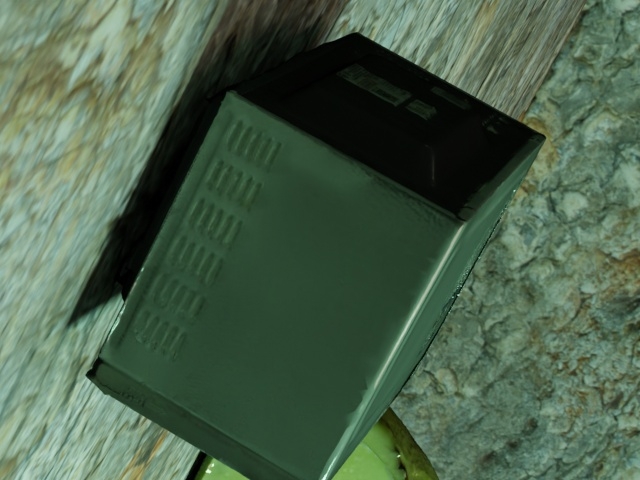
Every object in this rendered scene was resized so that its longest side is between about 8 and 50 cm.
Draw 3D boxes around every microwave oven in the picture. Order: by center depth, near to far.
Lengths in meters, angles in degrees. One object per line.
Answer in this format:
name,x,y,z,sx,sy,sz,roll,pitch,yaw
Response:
microwave oven,0.000,0.000,1.281,0.237,0.181,0.295,-63,172,19

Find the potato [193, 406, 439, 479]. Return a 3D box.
potato,0.010,0.278,2.076,0.330,0.280,0.213,-64,169,22
